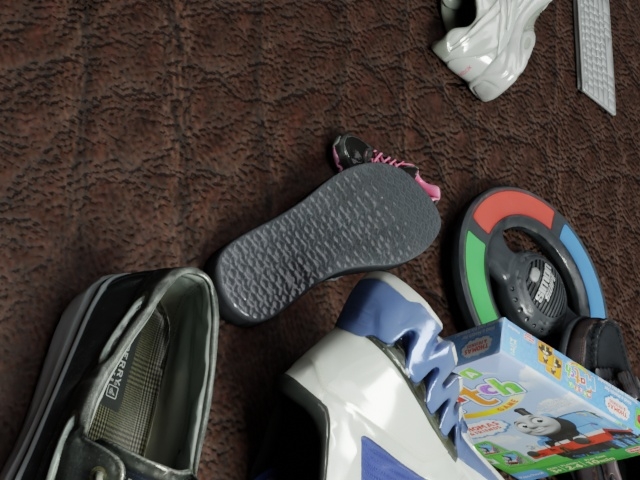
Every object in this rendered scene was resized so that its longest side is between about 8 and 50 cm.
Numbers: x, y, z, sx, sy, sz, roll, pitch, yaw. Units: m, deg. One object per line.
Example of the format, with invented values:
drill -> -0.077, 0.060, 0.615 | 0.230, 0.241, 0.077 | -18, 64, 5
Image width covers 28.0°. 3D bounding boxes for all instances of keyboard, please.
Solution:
keyboard -> 0.340, -0.276, 1.594 | 0.072, 0.014, 0.256 | 25, 56, -34

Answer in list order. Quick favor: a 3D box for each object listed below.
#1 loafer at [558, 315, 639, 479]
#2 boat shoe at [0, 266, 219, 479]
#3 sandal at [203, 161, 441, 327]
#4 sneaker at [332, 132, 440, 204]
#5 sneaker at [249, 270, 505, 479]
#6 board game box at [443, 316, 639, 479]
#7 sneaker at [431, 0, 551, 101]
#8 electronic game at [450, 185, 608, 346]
loafer -> 0.291, 0.219, 1.221 | 0.109, 0.095, 0.303 | 11, 74, -43
boat shoe -> -0.143, 0.158, 0.843 | 0.121, 0.119, 0.335 | 26, 55, -33
sandal -> -0.001, -0.001, 1.112 | 0.254, 0.054, 0.097 | -21, 85, -36
sneaker -> 0.064, -0.064, 1.196 | 0.119, 0.057, 0.047 | 38, 50, -23
sneaker -> 0.040, 0.198, 1.013 | 0.182, 0.127, 0.316 | -35, 115, -21
board game box -> 0.170, 0.145, 1.122 | 0.211, 0.160, 0.039 | 32, 53, -29
sneaker -> 0.188, -0.269, 1.379 | 0.115, 0.090, 0.232 | 33, 59, -18
electronic game -> 0.214, 0.053, 1.291 | 0.229, 0.048, 0.229 | 20, 58, -36
